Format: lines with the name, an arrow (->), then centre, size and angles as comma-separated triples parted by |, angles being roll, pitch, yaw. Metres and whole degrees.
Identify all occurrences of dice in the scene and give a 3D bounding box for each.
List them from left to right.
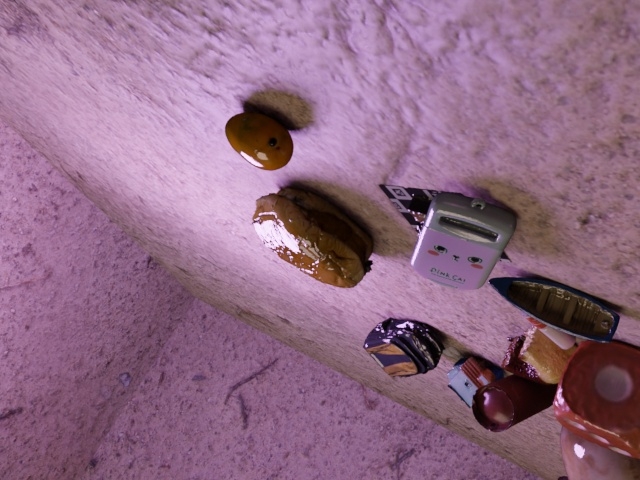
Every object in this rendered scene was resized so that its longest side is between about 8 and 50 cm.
dice -> 0.565, 0.303, 1.269 | 0.174, 0.175, 0.179 | 19, 163, 34

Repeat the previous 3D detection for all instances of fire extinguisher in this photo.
fire extinguisher -> 0.470, 0.362, 1.563 | 0.147, 0.106, 0.337 | -4, 179, 42

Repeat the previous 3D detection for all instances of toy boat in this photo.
toy boat -> 0.414, 0.112, 1.174 | 0.229, 0.080, 0.046 | 22, -164, 28

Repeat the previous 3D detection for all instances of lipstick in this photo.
lipstick -> 0.453, 0.168, 1.303 | 0.131, 0.038, 0.038 | 38, 162, -22

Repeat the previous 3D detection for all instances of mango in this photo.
mango -> -0.118, -0.184, 1.193 | 0.163, 0.089, 0.111 | 31, 167, 29

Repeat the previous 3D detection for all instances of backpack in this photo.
backpack -> 0.256, 0.307, 1.915 | 0.206, 0.133, 0.258 | 44, 155, -12

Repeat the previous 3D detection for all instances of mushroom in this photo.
mushroom -> 0.693, 0.483, 1.460 | 0.290, 0.297, 0.297 | -15, 144, 18

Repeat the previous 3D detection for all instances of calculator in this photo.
calculator -> 0.234, 0.004, 1.102 | 0.141, 0.045, 0.246 | 19, 147, 6

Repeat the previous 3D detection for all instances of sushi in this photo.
sushi -> 0.212, -0.011, 1.186 | 0.192, 0.050, 0.215 | 12, 155, 48

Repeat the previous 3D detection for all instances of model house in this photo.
model house -> 0.451, 0.379, 1.837 | 0.148, 0.119, 0.148 | 49, 144, 20

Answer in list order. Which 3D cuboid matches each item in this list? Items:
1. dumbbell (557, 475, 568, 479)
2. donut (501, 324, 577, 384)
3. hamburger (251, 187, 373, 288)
dumbbell -> 0.698, 0.557, 1.670 | 0.124, 0.225, 0.140 | 24, 162, 14
donut -> 0.479, 0.257, 1.433 | 0.141, 0.085, 0.217 | 27, 163, 13
hamburger -> 0.000, 0.000, 1.448 | 0.309, 0.132, 0.211 | 38, 164, -18
